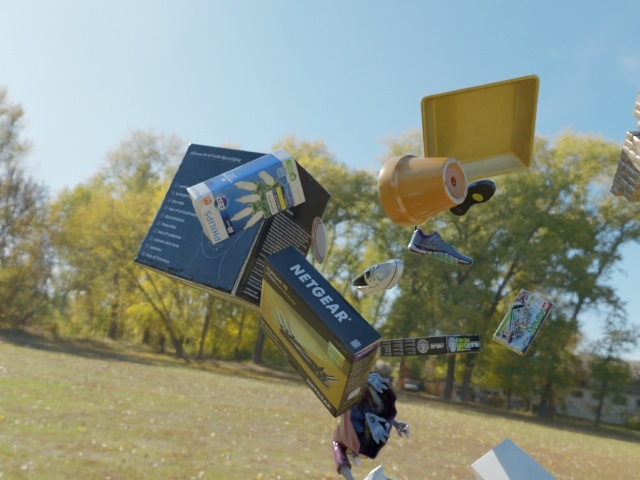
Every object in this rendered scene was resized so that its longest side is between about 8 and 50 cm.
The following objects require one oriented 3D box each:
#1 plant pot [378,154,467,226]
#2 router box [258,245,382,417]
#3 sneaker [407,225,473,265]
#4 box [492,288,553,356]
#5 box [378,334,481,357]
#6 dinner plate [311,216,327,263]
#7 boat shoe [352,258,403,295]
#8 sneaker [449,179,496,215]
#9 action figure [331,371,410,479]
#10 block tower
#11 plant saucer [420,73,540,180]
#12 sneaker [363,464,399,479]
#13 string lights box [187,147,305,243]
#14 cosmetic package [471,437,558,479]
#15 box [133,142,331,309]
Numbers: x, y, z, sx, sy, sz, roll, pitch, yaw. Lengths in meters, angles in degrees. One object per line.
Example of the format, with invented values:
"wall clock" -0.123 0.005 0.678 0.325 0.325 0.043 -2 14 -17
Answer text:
"plant pot" 0.300 -0.151 1.579 0.188 0.205 0.205 -8 -20 45
"router box" -0.015 0.199 1.238 0.081 0.309 0.242 -24 -38 -32
"sneaker" 0.415 0.019 1.901 0.224 0.098 0.083 16 -5 1
"box" 0.680 0.273 1.885 0.114 0.207 0.036 28 -23 25
"box" 0.361 0.352 1.864 0.270 0.060 0.216 -14 -15 41
"dinner plate" 0.000 0.000 1.664 0.017 0.141 0.141 -5 -8 -18
"boat shoe" 0.169 0.116 1.714 0.076 0.083 0.226 14 -31 -19
"sneaker" 0.454 -0.144 1.658 0.069 0.082 0.209 36 -23 -3
"action figure" 0.083 0.523 1.527 0.276 0.248 0.370 36 -35 12
"block tower" 0.724 -0.237 1.200 0.091 0.097 0.335 -2 -57 -1
"plant saucer" 0.467 -0.335 1.686 0.333 0.081 0.332 -10 -47 5
"sneaker" 0.234 0.779 1.706 0.212 0.094 0.080 43 -6 5
"string lights box" -0.179 -0.111 1.382 0.077 0.260 0.133 42 -27 50
"cosmetic package" 0.612 0.753 1.564 0.197 0.155 0.365 63 -14 -24
"box" -0.295 -0.044 1.915 0.480 0.471 0.297 14 -13 34
